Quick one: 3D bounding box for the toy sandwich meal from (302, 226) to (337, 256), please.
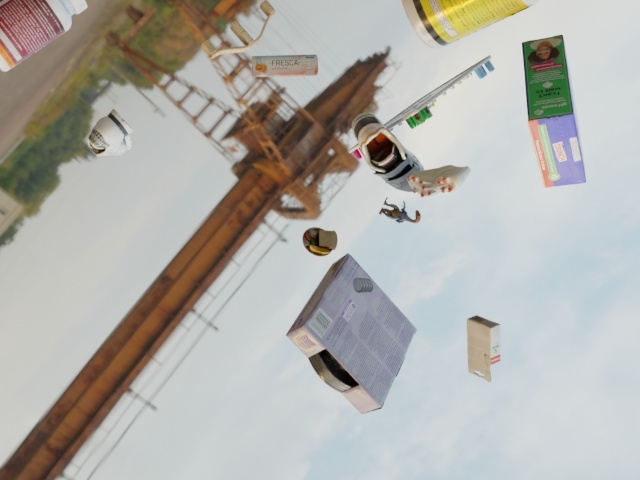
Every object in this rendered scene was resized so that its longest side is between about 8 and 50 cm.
[{"bbox_3d":[0.000,0.000,1.740,0.085,0.086,0.029,-63,-174,-36],"label":"toy sandwich meal"}]

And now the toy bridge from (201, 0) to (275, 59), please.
[{"bbox_3d":[-0.166,-0.436,1.603,0.188,0.063,0.026,-42,-178,-21],"label":"toy bridge"}]

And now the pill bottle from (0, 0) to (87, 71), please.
[{"bbox_3d":[-0.407,-0.311,1.055,0.152,0.086,0.086,-39,-161,-12],"label":"pill bottle"}]

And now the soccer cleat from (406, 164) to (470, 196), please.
[{"bbox_3d":[0.283,-0.146,1.811,0.076,0.068,0.196,-36,-162,-22],"label":"soccer cleat"}]

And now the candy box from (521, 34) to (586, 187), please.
[{"bbox_3d":[0.627,-0.345,2.036,0.122,0.268,0.317,-10,-131,19],"label":"candy box"}]

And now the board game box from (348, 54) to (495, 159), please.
[{"bbox_3d":[0.318,-0.413,2.392,0.390,0.050,0.390,-38,-172,-29],"label":"board game box"}]

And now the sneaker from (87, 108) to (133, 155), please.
[{"bbox_3d":[-0.503,-0.238,1.776,0.095,0.090,0.235,-46,-176,-15],"label":"sneaker"}]

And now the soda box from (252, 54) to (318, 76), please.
[{"bbox_3d":[-0.098,-0.488,2.111,0.183,0.058,0.063,0,-169,1],"label":"soda box"}]

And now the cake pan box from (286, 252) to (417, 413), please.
[{"bbox_3d":[0.074,0.198,1.607,0.070,0.246,0.267,-34,-164,41],"label":"cake pan box"}]

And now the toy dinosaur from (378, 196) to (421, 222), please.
[{"bbox_3d":[0.164,-0.057,1.533,0.047,0.082,0.090,-64,175,2],"label":"toy dinosaur"}]

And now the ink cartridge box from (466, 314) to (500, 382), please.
[{"bbox_3d":[0.311,0.206,1.436,0.029,0.115,0.063,-16,-159,-32],"label":"ink cartridge box"}]

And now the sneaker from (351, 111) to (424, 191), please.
[{"bbox_3d":[0.210,-0.231,2.228,0.126,0.321,0.127,-39,-146,15],"label":"sneaker"}]

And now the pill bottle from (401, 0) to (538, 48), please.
[{"bbox_3d":[0.355,-0.559,1.614,0.334,0.188,0.188,-18,-146,33],"label":"pill bottle"}]
